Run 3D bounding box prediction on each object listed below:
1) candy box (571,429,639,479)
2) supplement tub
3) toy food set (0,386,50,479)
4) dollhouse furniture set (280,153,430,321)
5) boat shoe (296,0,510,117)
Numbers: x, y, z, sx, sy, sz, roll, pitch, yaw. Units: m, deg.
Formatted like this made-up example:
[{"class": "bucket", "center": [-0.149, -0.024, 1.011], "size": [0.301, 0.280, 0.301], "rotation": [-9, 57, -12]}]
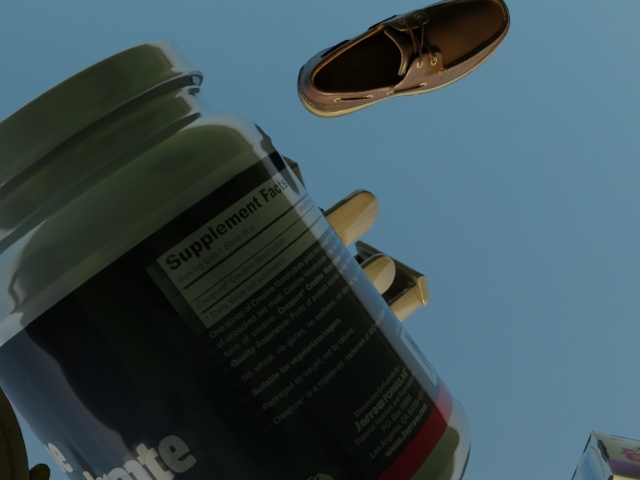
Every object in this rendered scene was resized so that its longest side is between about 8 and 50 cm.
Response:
[{"class": "candy box", "center": [0.318, 0.297, 0.888], "size": [0.164, 0.196, 0.070], "rotation": [12, -157, -5]}, {"class": "supplement tub", "center": [-0.065, 0.053, 0.486], "size": [0.191, 0.191, 0.272], "rotation": [-39, -85, -36]}, {"class": "toy food set", "center": [-0.171, 0.098, 0.353], "size": [0.192, 0.038, 0.132], "rotation": [31, -91, 9]}, {"class": "dollhouse furniture set", "center": [0.000, 0.000, 0.931], "size": [0.161, 0.242, 0.212], "rotation": [-36, -139, -23]}, {"class": "boat shoe", "center": [0.067, -0.143, 0.702], "size": [0.178, 0.060, 0.064], "rotation": [-21, -88, 0]}]
